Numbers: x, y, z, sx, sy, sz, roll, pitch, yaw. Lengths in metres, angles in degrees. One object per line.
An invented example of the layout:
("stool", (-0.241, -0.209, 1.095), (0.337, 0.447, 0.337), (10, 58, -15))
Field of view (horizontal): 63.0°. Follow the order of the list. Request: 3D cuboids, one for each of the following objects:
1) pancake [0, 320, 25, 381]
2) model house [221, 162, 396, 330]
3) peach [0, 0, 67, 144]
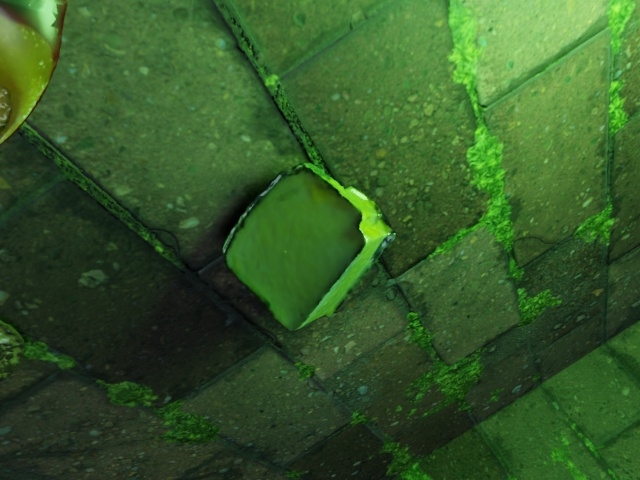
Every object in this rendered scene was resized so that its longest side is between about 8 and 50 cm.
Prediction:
("pancake", (-0.504, 0.157, 0.691), (0.199, 0.021, 0.199), (-16, 136, -16))
("model house", (0.000, 0.000, 0.781), (0.194, 0.170, 0.211), (-55, 162, 15))
("peach", (-0.330, -0.141, 0.412), (0.267, 0.154, 0.159), (-31, 145, -12))
